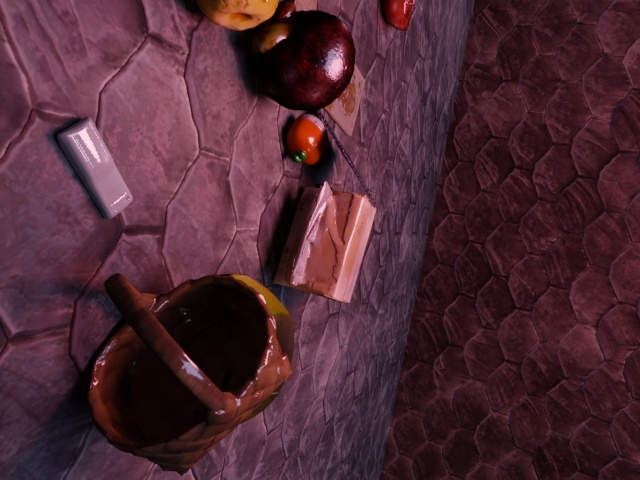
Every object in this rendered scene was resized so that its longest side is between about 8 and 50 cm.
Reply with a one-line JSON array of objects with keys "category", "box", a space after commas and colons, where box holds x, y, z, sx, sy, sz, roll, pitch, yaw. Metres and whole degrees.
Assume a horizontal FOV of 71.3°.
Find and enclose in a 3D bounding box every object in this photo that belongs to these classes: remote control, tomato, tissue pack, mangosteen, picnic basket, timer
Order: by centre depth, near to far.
[{"category": "remote control", "box": [-0.350, -0.110, 0.707, 0.061, 0.029, 0.162, -55, 147, -36]}, {"category": "picnic basket", "box": [-0.240, 0.176, 0.735, 0.337, 0.293, 0.337, -31, 141, -30]}, {"category": "mangosteen", "box": [-0.049, -0.417, 0.990, 0.265, 0.228, 0.228, 37, 65, -30]}, {"category": "timer", "box": [-0.039, -0.258, 1.193, 0.136, 0.099, 0.136, -3, 94, -57]}, {"category": "tissue pack", "box": [0.000, 0.000, 1.264, 0.238, 0.238, 0.306, 32, 74, -63]}, {"category": "tomato", "box": [0.277, -0.857, 1.574, 0.228, 0.101, 0.228, 12, 90, -73]}]

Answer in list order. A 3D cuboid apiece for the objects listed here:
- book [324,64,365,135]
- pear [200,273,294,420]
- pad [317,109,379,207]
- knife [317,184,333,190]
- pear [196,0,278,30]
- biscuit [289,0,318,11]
[{"category": "book", "box": [0.065, -0.482, 1.399, 0.295, 0.020, 0.208, 24, 79, -64]}, {"category": "pear", "box": [-0.187, 0.285, 1.060, 0.399, 0.165, 0.399, -38, 134, -53]}, {"category": "pad", "box": [0.073, -0.247, 1.282, 0.269, 0.012, 0.270, 49, 14, -46]}, {"category": "knife", "box": [0.019, -0.163, 1.440, 0.121, 0.018, 0.031, -10, 77, -64]}, {"category": "pear", "box": [-0.150, -0.476, 0.796, 0.178, 0.178, 0.178, -38, 134, -53]}, {"category": "biscuit", "box": [-0.047, -0.579, 1.108, 0.133, 0.032, 0.250, -37, 133, -53]}]
